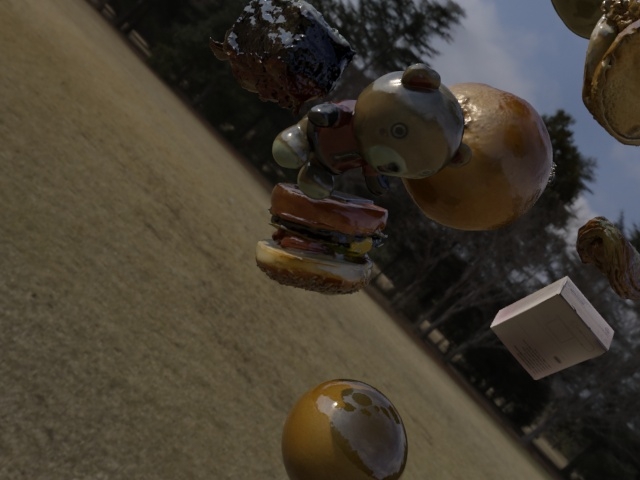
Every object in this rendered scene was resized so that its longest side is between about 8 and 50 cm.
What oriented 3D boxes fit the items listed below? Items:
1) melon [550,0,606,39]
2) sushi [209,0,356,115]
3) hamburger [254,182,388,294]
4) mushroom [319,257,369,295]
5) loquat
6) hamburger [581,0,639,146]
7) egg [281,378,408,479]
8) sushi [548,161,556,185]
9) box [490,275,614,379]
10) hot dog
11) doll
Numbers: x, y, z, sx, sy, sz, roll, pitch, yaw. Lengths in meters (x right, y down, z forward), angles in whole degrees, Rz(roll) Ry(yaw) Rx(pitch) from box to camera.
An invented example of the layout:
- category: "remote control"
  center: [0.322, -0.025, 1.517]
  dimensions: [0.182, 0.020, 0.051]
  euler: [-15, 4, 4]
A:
- category: "melon"
  center: [0.620, -0.581, 1.450]
  dimensions: [0.268, 0.330, 0.269]
  euler: [14, -28, 8]
- category: "sushi"
  center: [-0.094, -0.397, 1.426]
  dimensions: [0.343, 0.182, 0.196]
  euler: [28, -19, 51]
- category: "hamburger"
  center: [0.000, 0.000, 1.494]
  dimensions: [0.290, 0.225, 0.291]
  euler: [11, 7, -1]
- category: "mushroom"
  center: [0.042, 0.058, 2.026]
  dimensions: [0.204, 0.204, 0.204]
  euler: [48, 3, -3]
- category: "loquat"
  center: [0.324, -0.172, 1.446]
  dimensions: [0.328, 0.328, 0.328]
  euler: [48, 3, -3]
- category: "hamburger"
  center: [0.565, -0.285, 1.154]
  dimensions: [0.286, 0.243, 0.146]
  euler: [46, 17, -12]
- category: "egg"
  center: [0.050, 0.418, 1.362]
  dimensions: [0.250, 0.250, 0.323]
  euler: [51, -20, 39]
- category: "sushi"
  center: [0.628, -0.190, 1.900]
  dimensions: [0.045, 0.083, 0.044]
  euler: [12, -41, 6]
- category: "box"
  center: [0.628, 0.244, 1.861]
  dimensions: [0.203, 0.251, 0.106]
  euler: [48, 43, -3]
- category: "hot dog"
  center: [0.698, 0.050, 1.618]
  dimensions: [0.259, 0.114, 0.175]
  euler: [33, 20, -32]
- category: "doll"
  center: [0.089, -0.181, 1.183]
  dimensions: [0.235, 0.329, 0.174]
  euler: [56, 39, -39]
